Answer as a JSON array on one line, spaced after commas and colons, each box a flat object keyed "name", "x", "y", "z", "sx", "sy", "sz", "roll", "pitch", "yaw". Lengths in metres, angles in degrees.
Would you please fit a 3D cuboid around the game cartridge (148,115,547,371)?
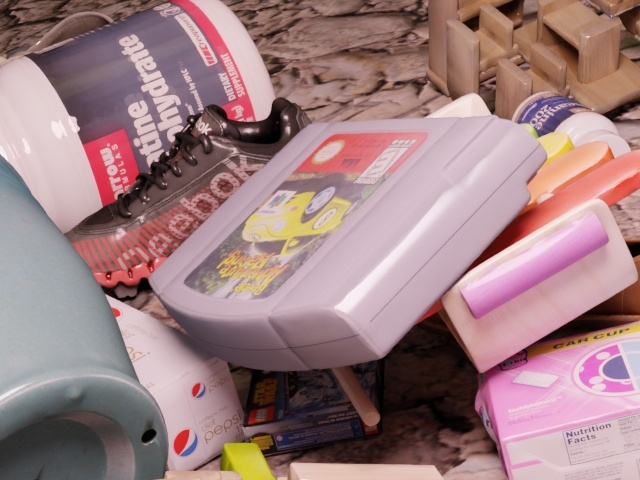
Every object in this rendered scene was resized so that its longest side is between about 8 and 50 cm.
[{"name": "game cartridge", "x": 0.000, "y": 0.000, "z": 1.087, "sx": 0.196, "sy": 0.060, "sz": 0.294, "roll": -49, "pitch": 22, "yaw": -18}]

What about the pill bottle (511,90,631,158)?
[{"name": "pill bottle", "x": 0.213, "y": -0.081, "z": 1.402, "sx": 0.067, "sy": 0.067, "sz": 0.120, "roll": -21, "pitch": 24, "yaw": -12}]

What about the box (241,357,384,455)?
[{"name": "box", "x": -0.002, "y": 0.101, "z": 1.181, "sx": 0.094, "sy": 0.027, "sz": 0.137, "roll": -10, "pitch": 24, "yaw": 9}]

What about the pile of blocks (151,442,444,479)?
[{"name": "pile of blocks", "x": -0.111, "y": 0.190, "z": 0.902, "sx": 0.362, "sy": 0.149, "sz": 0.112, "roll": -20, "pitch": 24, "yaw": -9}]

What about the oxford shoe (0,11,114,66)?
[{"name": "oxford shoe", "x": -0.332, "y": -0.123, "z": 1.765, "sx": 0.169, "sy": 0.130, "sz": 0.449, "roll": -2, "pitch": 28, "yaw": 26}]

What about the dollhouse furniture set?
[{"name": "dollhouse furniture set", "x": 0.212, "y": -0.180, "z": 1.593, "sx": 0.212, "sy": 0.161, "sz": 0.242, "roll": -25, "pitch": 47, "yaw": -21}]

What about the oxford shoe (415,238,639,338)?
[{"name": "oxford shoe", "x": 0.159, "y": 0.026, "z": 1.192, "sx": 0.212, "sy": 0.076, "sz": 0.076, "roll": -6, "pitch": 27, "yaw": 25}]

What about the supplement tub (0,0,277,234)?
[{"name": "supplement tub", "x": -0.191, "y": -0.103, "z": 1.547, "sx": 0.272, "sy": 0.191, "sz": 0.191, "roll": -24, "pitch": 25, "yaw": -19}]

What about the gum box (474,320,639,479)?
[{"name": "gum box", "x": 0.191, "y": 0.102, "z": 1.013, "sx": 0.188, "sy": 0.062, "sz": 0.107, "roll": -14, "pitch": 22, "yaw": 5}]

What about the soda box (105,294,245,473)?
[{"name": "soda box", "x": -0.143, "y": 0.099, "z": 1.215, "sx": 0.069, "sy": 0.074, "sz": 0.216, "roll": -29, "pitch": 27, "yaw": -27}]

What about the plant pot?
[{"name": "plant pot", "x": -0.240, "y": 0.099, "z": 1.060, "sx": 0.272, "sy": 0.271, "sz": 0.255, "roll": -27, "pitch": 43, "yaw": -25}]

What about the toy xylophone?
[{"name": "toy xylophone", "x": 0.087, "y": 0.007, "z": 1.121, "sx": 0.236, "sy": 0.081, "sz": 0.323, "roll": -34, "pitch": 20, "yaw": -7}]

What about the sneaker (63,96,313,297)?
[{"name": "sneaker", "x": -0.116, "y": -0.043, "z": 1.442, "sx": 0.276, "sy": 0.135, "sz": 0.097, "roll": -20, "pitch": 26, "yaw": -7}]
